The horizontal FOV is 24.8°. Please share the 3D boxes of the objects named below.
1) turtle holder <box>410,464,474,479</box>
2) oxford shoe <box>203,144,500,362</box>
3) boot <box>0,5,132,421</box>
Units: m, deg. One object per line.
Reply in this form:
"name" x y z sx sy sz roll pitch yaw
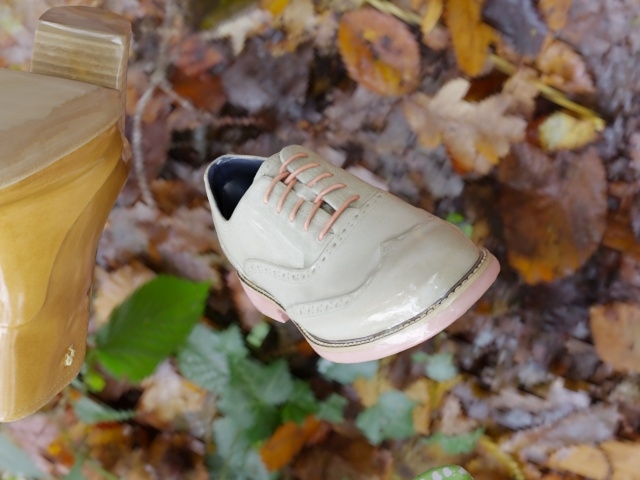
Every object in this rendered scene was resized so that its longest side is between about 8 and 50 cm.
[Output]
"turtle holder" 0.047 0.268 0.877 0.320 0.227 0.243 39 120 14
"oxford shoe" 0.000 0.000 1.232 0.146 0.140 0.397 55 159 -21
"boot" -0.158 0.007 0.761 0.104 0.295 0.211 12 111 3
